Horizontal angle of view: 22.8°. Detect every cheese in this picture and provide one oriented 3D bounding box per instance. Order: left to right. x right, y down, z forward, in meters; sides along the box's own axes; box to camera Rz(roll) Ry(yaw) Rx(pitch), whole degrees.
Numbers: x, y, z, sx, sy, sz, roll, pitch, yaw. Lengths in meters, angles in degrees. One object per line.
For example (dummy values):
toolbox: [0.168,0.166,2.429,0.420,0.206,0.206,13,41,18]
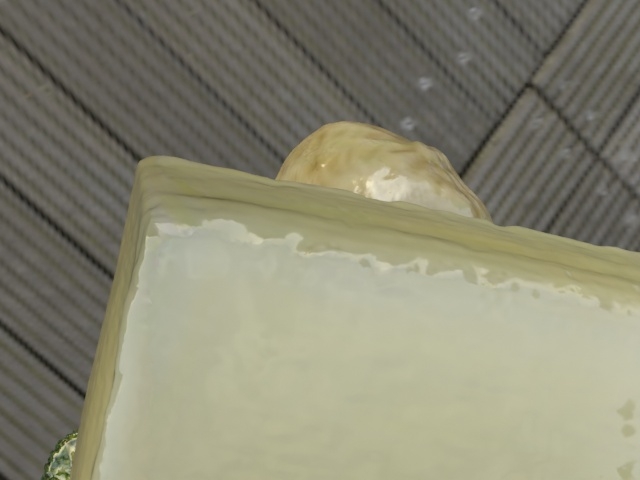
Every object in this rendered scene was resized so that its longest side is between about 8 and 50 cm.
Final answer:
cheese: [0.024,0.108,0.725,0.265,0.124,0.243,11,107,-13]

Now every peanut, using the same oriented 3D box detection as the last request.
peanut: [0.000,0.000,1.041,0.122,0.253,0.137,19,59,-42]

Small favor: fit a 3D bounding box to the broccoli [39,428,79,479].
broccoli: [-0.185,0.343,1.580,0.321,0.283,0.304,-53,145,-32]
